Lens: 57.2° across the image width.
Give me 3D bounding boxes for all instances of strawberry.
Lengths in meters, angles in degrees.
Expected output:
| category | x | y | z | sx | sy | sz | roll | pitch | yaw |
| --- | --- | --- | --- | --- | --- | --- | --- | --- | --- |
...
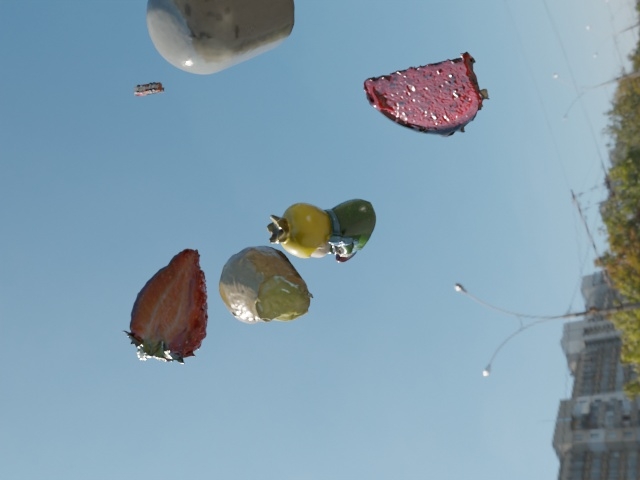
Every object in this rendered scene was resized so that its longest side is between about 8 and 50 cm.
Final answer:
| category | x | y | z | sx | sy | sz | roll | pitch | yaw |
| --- | --- | --- | --- | --- | --- | --- | --- | --- | --- |
| strawberry | -0.303 | 0.133 | 1.204 | 0.098 | 0.174 | 0.228 | 36 | -124 | -69 |

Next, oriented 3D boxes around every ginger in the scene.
| category | x | y | z | sx | sy | sz | roll | pitch | yaw |
| --- | --- | --- | --- | --- | --- | --- | --- | --- | --- |
| ginger | -0.107 | 0.084 | 1.058 | 0.138 | 0.267 | 0.152 | -31 | -86 | -15 |

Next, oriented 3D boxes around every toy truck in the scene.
| category | x | y | z | sx | sy | sz | roll | pitch | yaw |
| --- | --- | --- | --- | --- | --- | --- | --- | --- | --- |
| toy truck | -0.418 | -0.364 | 1.420 | 0.032 | 0.083 | 0.024 | 33 | -124 | -68 |

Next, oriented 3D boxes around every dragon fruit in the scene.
| category | x | y | z | sx | sy | sz | roll | pitch | yaw |
| --- | --- | --- | --- | --- | --- | --- | --- | --- | --- |
| dragon fruit | 0.321 | -0.426 | 1.737 | 0.282 | 0.343 | 0.100 | 58 | -140 | -38 |

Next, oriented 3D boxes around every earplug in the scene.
| category | x | y | z | sx | sy | sz | roll | pitch | yaw |
| --- | --- | --- | --- | --- | --- | --- | --- | --- | --- |
| earplug | -0.304 | -0.652 | 1.704 | 0.394 | 0.312 | 0.313 | -44 | -68 | -41 |

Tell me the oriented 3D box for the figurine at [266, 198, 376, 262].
| category | x | y | z | sx | sy | sz | roll | pitch | yaw |
| --- | --- | --- | --- | --- | --- | --- | --- | --- | --- |
| figurine | -0.008 | -0.009 | 1.245 | 0.234 | 0.185 | 0.127 | -21 | -110 | -29 |
